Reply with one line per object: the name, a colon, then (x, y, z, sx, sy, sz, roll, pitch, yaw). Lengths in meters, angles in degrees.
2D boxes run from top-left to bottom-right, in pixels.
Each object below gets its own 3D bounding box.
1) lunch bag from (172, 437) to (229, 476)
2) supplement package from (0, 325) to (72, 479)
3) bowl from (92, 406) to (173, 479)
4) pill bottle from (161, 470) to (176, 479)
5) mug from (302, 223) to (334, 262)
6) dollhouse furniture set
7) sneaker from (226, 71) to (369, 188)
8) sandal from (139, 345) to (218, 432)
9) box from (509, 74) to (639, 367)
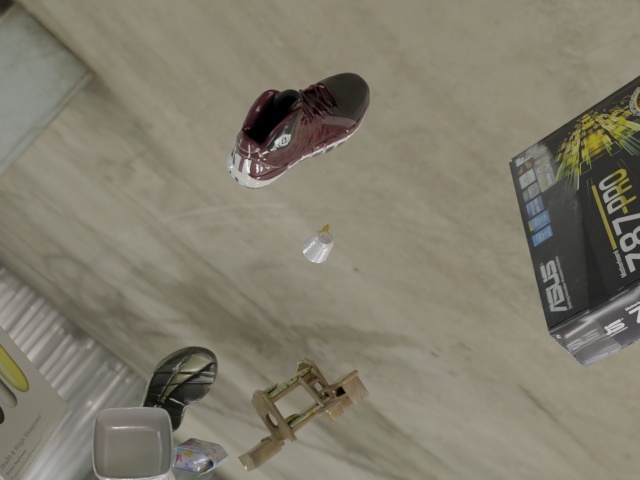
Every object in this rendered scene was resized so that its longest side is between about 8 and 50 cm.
lunch bag: (-0.215, 0.393, 1.719, 0.083, 0.053, 0.071, 7, -175, 14)
supplement package: (-0.462, 0.221, 1.206, 0.203, 0.149, 0.194, 54, -162, -14)
bowl: (-0.337, 0.374, 1.711, 0.142, 0.142, 0.053, 1, 140, -13)
pill bottle: (-0.390, 0.554, 2.091, 0.153, 0.153, 0.264, 35, 159, 7)
mug: (-0.003, 0.002, 2.137, 0.064, 0.062, 0.078, -53, 47, 53)
dollhouse furniture set: (-0.046, 0.262, 1.506, 0.101, 0.182, 0.161, 57, 147, 3)
sneaker: (-0.018, -0.198, 1.461, 0.106, 0.281, 0.162, 44, 157, 12)
sandal: (-0.306, 0.299, 1.979, 0.120, 0.086, 0.302, 23, 134, -16)
box: (0.430, -0.060, 1.276, 0.318, 0.394, 0.097, -36, 119, 27)
